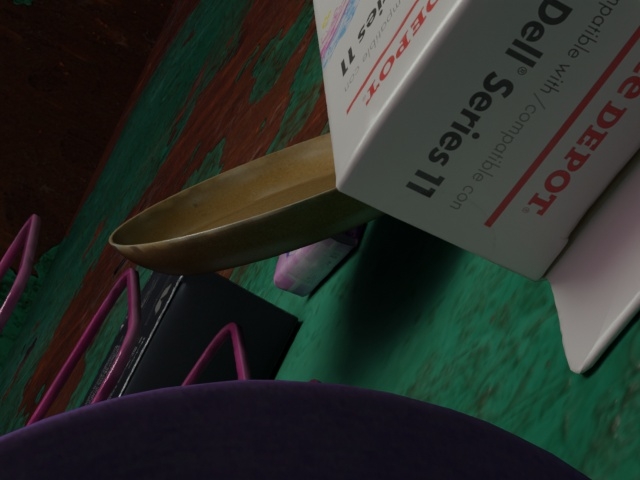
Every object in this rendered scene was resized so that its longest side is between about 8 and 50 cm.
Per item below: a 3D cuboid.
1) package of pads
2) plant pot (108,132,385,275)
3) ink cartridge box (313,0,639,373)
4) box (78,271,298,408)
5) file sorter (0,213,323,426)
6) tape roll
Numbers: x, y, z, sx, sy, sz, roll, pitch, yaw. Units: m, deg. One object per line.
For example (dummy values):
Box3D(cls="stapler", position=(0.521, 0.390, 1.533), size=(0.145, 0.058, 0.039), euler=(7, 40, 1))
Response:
Box3D(cls="package of pads", position=(0.000, 0.000, 1.275), size=(0.083, 0.032, 0.050), euler=(-46, 22, 51))
Box3D(cls="plant pot", position=(-0.013, -0.028, 1.115), size=(0.236, 0.032, 0.236), euler=(-20, 10, 4))
Box3D(cls="ink cartridge box", position=(0.098, -0.130, 0.843), size=(0.207, 0.119, 0.353), euler=(-55, 23, 28))
Box3D(cls="box", position=(-0.105, 0.104, 1.328), size=(0.156, 0.093, 0.158), euler=(-63, 11, -9))
Box3D(cls="file sorter", position=(-0.150, 0.107, 1.048), size=(0.182, 0.290, 0.202), euler=(-57, 13, 9))
Box3D(cls="tape roll", position=(-0.020, 0.170, 0.391), size=(0.275, 0.274, 0.090), euler=(-65, 13, -17))
